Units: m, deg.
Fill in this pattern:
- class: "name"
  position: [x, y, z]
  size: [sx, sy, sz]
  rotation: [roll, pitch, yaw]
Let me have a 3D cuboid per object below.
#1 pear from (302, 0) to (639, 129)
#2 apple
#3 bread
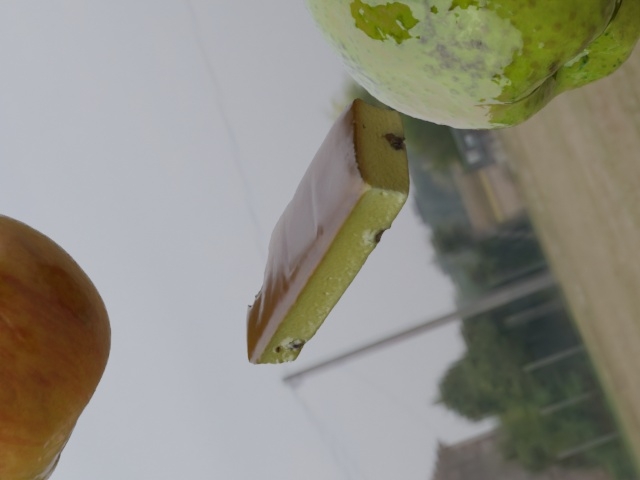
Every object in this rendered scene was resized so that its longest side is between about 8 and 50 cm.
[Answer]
- class: "pear"
  position: [0.157, -0.288, 1.675]
  size: [0.391, 0.391, 0.391]
  rotation: [-22, -90, -84]
- class: "apple"
  position: [-0.323, 0.113, 1.519]
  size: [0.233, 0.286, 0.286]
  rotation: [28, -171, -2]
- class: "bread"
  position: [0.000, 0.000, 1.241]
  size: [0.226, 0.049, 0.088]
  rotation: [123, 150, -45]
